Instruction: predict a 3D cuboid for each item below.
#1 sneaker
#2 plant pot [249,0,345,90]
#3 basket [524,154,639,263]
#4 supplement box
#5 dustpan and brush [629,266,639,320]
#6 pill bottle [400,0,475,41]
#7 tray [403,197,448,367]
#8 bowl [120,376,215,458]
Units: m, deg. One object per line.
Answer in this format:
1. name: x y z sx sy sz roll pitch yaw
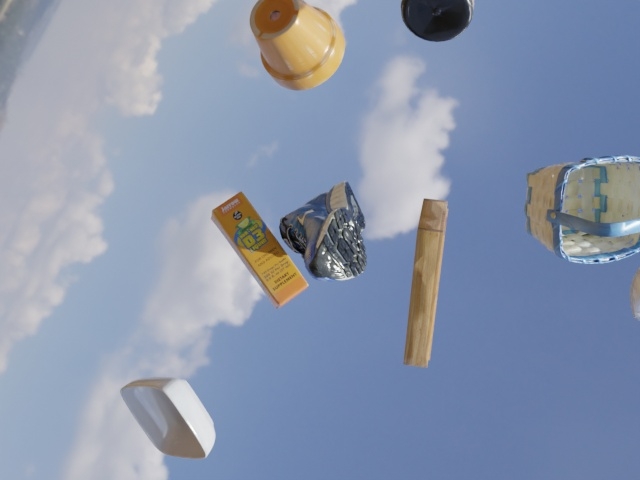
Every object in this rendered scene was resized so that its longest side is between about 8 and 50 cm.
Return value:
1. sneaker: 0.000 0.000 1.663 0.147 0.129 0.330 -23 -163 13
2. plant pot: -0.069 -0.488 2.089 0.205 0.188 0.205 -7 -110 21
3. basket: 0.537 -0.056 1.636 0.289 0.255 0.201 -162 -112 -68
4. supplement box: -0.122 0.020 1.754 0.078 0.233 0.080 -36 175 -10
5. dustpan and brush: 0.557 0.041 1.387 0.147 0.211 0.060 -8 -128 18
6. pill bottle: 0.214 -0.455 1.544 0.123 0.123 0.219 -40 -155 42
7. tray: 0.286 0.115 2.395 0.203 0.076 0.410 -68 162 -62
8. bowl: -0.225 0.261 1.343 0.142 0.142 0.053 -10 -154 46
